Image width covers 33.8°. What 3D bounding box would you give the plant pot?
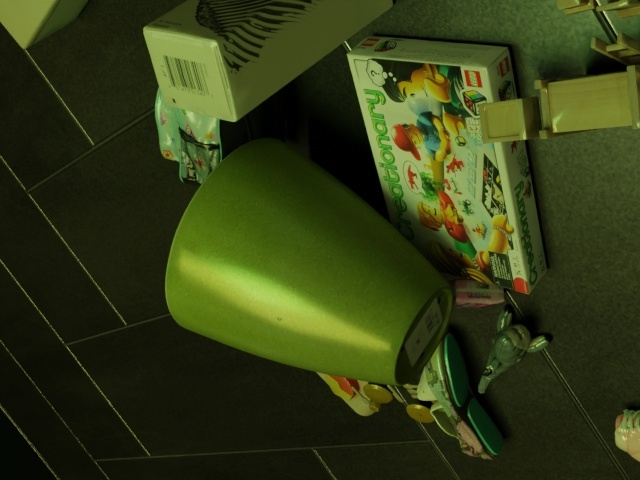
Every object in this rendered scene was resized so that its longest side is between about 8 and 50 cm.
[{"bbox_3d":[0.007,0.052,1.312,0.293,0.275,0.275,26,140,26],"label":"plant pot"}]

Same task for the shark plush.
[{"bbox_3d":[0.230,0.149,1.383,0.073,0.067,0.161,44,145,4],"label":"shark plush"}]

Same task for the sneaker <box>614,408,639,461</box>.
[{"bbox_3d":[0.401,0.228,1.292,0.070,0.051,0.134,29,146,16],"label":"sneaker"}]

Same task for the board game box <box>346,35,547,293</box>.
[{"bbox_3d":[0.153,-0.088,1.243,0.193,0.053,0.305,14,134,40],"label":"board game box"}]

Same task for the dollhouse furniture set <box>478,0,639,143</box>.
[{"bbox_3d":[0.253,-0.186,1.039,0.181,0.101,0.161,0,99,48],"label":"dollhouse furniture set"}]

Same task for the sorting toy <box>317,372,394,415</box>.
[{"bbox_3d":[0.024,0.177,1.655,0.208,0.038,0.193,40,145,10],"label":"sorting toy"}]

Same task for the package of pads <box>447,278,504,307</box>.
[{"bbox_3d":[0.187,0.068,1.337,0.050,0.083,0.032,-20,71,53],"label":"package of pads"}]

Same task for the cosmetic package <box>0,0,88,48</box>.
[{"bbox_3d":[-0.372,-0.409,1.437,0.160,0.113,0.309,51,146,-6],"label":"cosmetic package"}]

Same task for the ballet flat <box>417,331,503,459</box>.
[{"bbox_3d":[0.186,0.227,1.496,0.079,0.077,0.222,-13,119,32],"label":"ballet flat"}]

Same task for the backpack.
[{"bbox_3d":[-0.125,-0.174,1.359,0.144,0.166,0.188,28,138,19],"label":"backpack"}]

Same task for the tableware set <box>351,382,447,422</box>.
[{"bbox_3d":[0.131,0.240,1.596,0.154,0.024,0.104,-10,133,40],"label":"tableware set"}]

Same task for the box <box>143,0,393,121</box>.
[{"bbox_3d":[-0.048,-0.237,1.115,0.113,0.275,0.094,17,135,35],"label":"box"}]
